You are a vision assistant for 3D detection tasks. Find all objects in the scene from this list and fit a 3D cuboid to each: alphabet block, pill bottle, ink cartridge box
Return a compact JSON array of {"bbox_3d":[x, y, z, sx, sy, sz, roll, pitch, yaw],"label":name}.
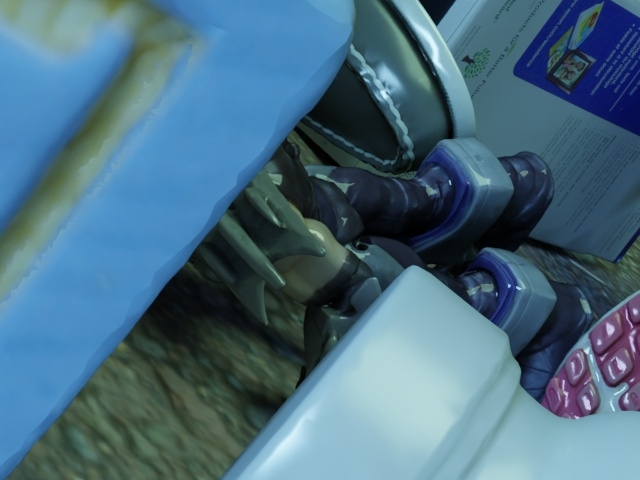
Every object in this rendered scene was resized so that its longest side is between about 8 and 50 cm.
[{"bbox_3d":[-0.127,-0.072,0.510,0.192,0.193,0.197,35,18,-23],"label":"alphabet block"},{"bbox_3d":[0.087,0.145,0.481,0.278,0.162,0.162,40,17,1],"label":"pill bottle"},{"bbox_3d":[0.137,-0.087,1.155,0.065,0.165,0.333,44,15,33],"label":"ink cartridge box"}]

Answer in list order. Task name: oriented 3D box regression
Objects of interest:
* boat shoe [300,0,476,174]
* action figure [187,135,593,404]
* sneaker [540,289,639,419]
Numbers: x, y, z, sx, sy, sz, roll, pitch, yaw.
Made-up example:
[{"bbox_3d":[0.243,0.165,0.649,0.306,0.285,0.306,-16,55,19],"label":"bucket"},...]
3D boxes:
[{"bbox_3d":[-0.046,-0.125,0.953,0.091,0.109,0.305,-30,58,-26],"label":"boat shoe"},{"bbox_3d":[0.000,0.000,0.781,0.285,0.099,0.185,16,36,-46],"label":"action figure"},{"bbox_3d":[0.226,0.060,0.896,0.299,0.112,0.121,-20,77,-25],"label":"sneaker"}]
